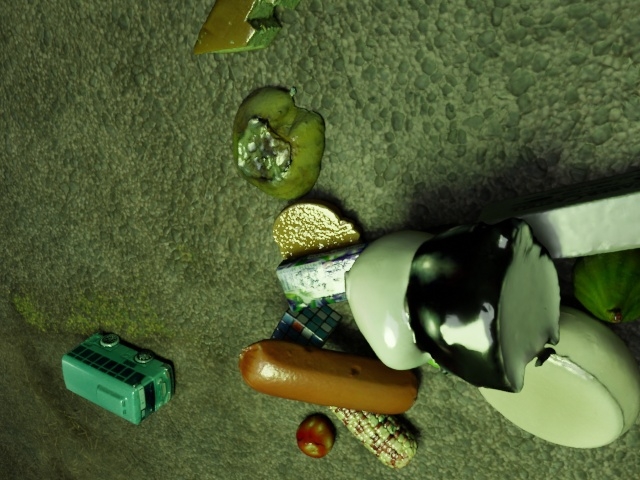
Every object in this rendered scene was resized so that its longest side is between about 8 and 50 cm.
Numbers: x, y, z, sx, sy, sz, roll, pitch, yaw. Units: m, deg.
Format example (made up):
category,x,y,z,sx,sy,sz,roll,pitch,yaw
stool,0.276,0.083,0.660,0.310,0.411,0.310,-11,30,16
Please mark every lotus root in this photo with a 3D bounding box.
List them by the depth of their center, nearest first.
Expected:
category,x,y,z,sx,sy,sz,roll,pitch,yaw
lotus root,-0.089,-0.164,0.839,0.183,0.078,0.204,12,113,21

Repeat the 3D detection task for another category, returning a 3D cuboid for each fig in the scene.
category,x,y,z,sx,sy,sz,roll,pitch,yaw
fig,0.388,0.063,0.639,0.117,0.177,0.117,19,120,37

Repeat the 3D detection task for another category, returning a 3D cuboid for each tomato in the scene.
category,x,y,z,sx,sy,sz,roll,pitch,yaw
tomato,-0.013,0.431,1.038,0.087,0.075,0.087,8,114,19

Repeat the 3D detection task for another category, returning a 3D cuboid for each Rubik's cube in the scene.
category,x,y,z,sx,sy,sz,roll,pitch,yaw
Rubik's cube,-0.029,0.175,0.933,0.092,0.092,0.092,36,121,10

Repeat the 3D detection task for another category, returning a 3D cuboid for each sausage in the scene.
category,x,y,z,sx,sy,sz,roll,pitch,yaw
sausage,0.024,0.250,0.858,0.348,0.094,0.097,13,119,-16

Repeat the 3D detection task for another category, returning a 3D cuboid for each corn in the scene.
category,x,y,z,sx,sy,sz,roll,pitch,yaw
corn,0.081,0.347,0.952,0.253,0.086,0.086,41,122,7

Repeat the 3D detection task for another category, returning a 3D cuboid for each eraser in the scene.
category,x,y,z,sx,sy,sz,roll,pitch,yaw
eraser,0.397,-0.041,0.629,0.352,0.111,0.077,-12,102,29

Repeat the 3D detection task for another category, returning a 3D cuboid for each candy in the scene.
category,x,y,z,sx,sy,sz,roll,pitch,yaw
candy,0.079,0.048,0.816,0.312,0.061,0.088,-13,104,17

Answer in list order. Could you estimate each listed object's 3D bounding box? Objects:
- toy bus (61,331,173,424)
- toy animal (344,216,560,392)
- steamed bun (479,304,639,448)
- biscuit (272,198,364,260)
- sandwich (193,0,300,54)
category,x,y,z,sx,sy,sz,roll,pitch,yaw
toy bus,-0.513,0.348,1.207,0.255,0.147,0.128,17,118,20
toy animal,0.165,0.086,0.640,0.266,0.212,0.213,-8,108,52
steamed bun,0.351,0.184,0.714,0.231,0.145,0.232,29,143,25
biscuit,0.001,-0.002,0.874,0.170,0.050,0.170,5,117,11
sandwich,-0.098,-0.371,0.753,0.088,0.090,0.244,47,120,8
